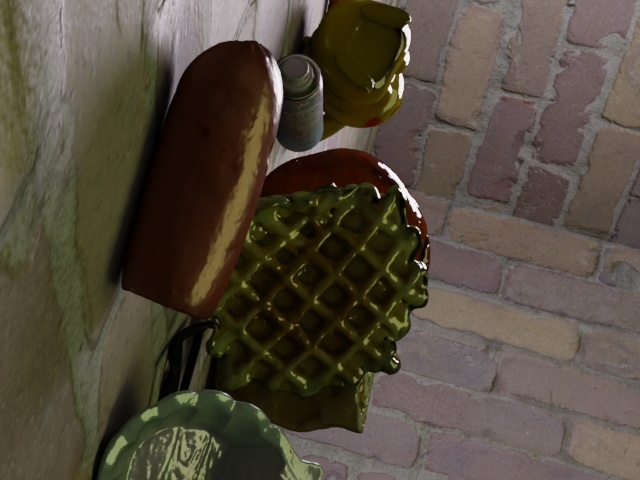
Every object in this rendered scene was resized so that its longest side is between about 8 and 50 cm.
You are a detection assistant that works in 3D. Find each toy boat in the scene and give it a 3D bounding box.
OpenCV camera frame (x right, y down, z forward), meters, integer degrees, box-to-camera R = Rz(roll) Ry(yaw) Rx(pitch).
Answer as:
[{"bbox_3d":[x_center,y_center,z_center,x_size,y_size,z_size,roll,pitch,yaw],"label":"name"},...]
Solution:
[{"bbox_3d":[-0.132,0.260,1.354,0.100,0.290,0.199,18,-95,55],"label":"toy boat"}]

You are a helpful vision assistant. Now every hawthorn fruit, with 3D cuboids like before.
[{"bbox_3d":[0.000,0.000,1.792,0.307,0.276,0.276,-165,-90,-69],"label":"hawthorn fruit"}]

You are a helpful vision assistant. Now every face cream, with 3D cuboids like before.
[{"bbox_3d":[-0.033,-0.197,1.740,0.229,0.075,0.075,86,20,-74],"label":"face cream"}]

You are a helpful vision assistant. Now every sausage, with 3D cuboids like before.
[{"bbox_3d":[-0.104,-0.061,1.137,0.113,0.114,0.259,57,50,-84],"label":"sausage"}]

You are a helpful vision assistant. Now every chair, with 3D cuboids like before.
[{"bbox_3d":[-0.143,0.251,1.526,0.154,0.141,0.260,-64,171,-69],"label":"chair"}]

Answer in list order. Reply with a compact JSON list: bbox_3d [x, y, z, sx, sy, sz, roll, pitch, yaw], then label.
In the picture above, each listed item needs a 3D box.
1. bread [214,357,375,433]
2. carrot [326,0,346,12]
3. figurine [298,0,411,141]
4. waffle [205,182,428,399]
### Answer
[{"bbox_3d":[-0.037,0.180,1.914,0.196,0.252,0.238,-51,152,-70],"label":"bread"},{"bbox_3d":[0.049,-0.451,2.044,0.062,0.066,0.271,0,115,-40],"label":"carrot"},{"bbox_3d":[0.046,-0.259,1.957,0.218,0.169,0.327,-58,169,-11],"label":"figurine"},{"bbox_3d":[-0.010,0.066,1.616,0.073,0.317,0.297,-133,-140,-67],"label":"waffle"}]
